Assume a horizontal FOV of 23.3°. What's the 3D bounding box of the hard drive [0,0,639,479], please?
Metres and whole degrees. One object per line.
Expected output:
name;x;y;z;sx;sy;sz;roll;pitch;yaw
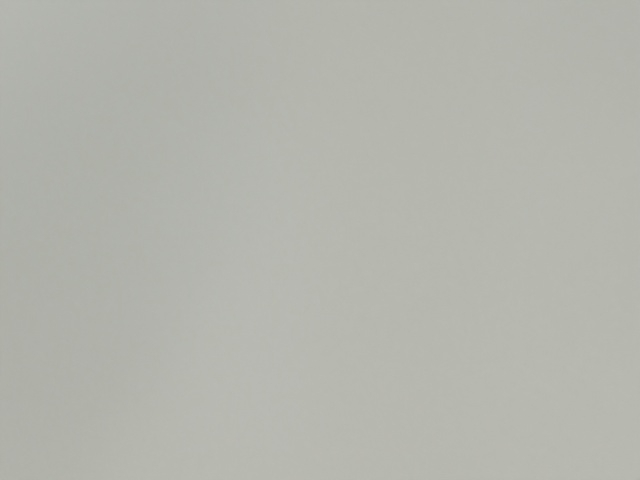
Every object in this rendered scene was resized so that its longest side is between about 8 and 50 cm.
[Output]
hard drive;0.000;0.000;0.350;0.040;0.308;0.203;-26;101;-66
